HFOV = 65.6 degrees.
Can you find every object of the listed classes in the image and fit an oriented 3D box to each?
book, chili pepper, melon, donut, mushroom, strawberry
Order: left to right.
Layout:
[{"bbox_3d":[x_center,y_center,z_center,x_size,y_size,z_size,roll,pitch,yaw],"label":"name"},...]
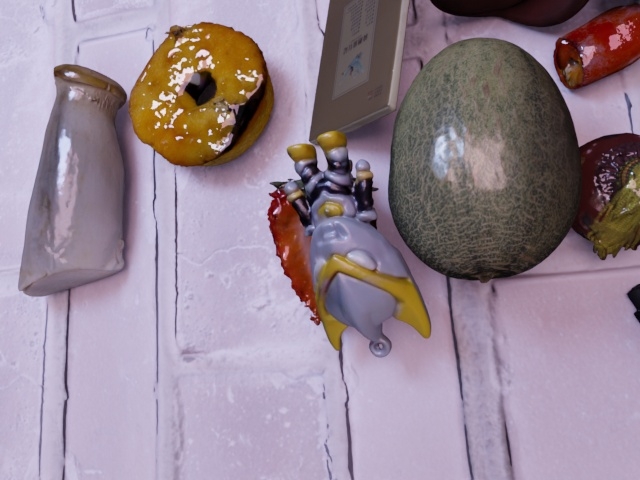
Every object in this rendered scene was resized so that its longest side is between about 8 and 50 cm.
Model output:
[{"bbox_3d":[-0.416,-0.096,0.860,0.154,0.137,0.407,6,87,26],"label":"mushroom"},{"bbox_3d":[-0.199,-0.242,0.845,0.254,0.118,0.253,-2,78,10],"label":"donut"},{"bbox_3d":[0.016,0.002,0.770,0.174,0.098,0.228,-17,98,-6],"label":"strawberry"},{"bbox_3d":[0.062,-0.320,0.776,0.021,0.217,0.310,13,80,-30],"label":"book"},{"bbox_3d":[0.212,-0.106,0.662,0.249,0.248,0.329,1,78,13],"label":"melon"},{"bbox_3d":[0.447,-0.302,0.733,0.192,0.084,0.086,-25,108,9],"label":"chili pepper"}]

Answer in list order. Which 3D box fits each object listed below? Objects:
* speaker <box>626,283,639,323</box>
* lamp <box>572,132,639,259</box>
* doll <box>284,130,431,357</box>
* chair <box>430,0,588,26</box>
[{"bbox_3d":[0.563,0.102,0.583,0.232,0.184,0.254,-35,76,4],"label":"speaker"},{"bbox_3d":[0.408,-0.071,0.671,0.156,0.135,0.157,-34,75,2],"label":"lamp"},{"bbox_3d":[0.044,0.013,0.674,0.146,0.103,0.316,-17,95,3],"label":"doll"},{"bbox_3d":[0.250,-0.514,0.741,0.227,0.226,0.400,-10,79,10],"label":"chair"}]
